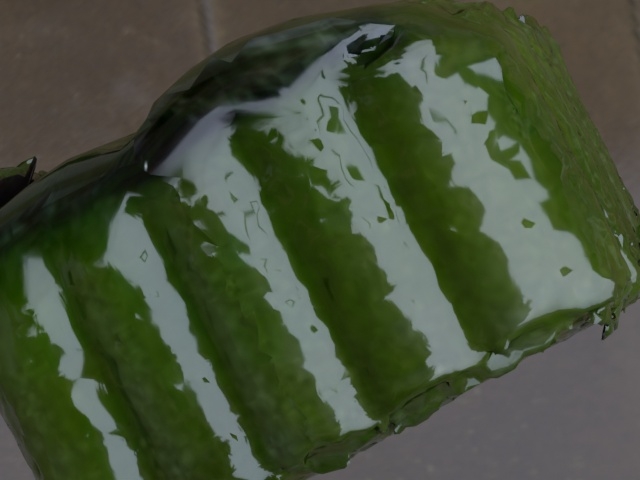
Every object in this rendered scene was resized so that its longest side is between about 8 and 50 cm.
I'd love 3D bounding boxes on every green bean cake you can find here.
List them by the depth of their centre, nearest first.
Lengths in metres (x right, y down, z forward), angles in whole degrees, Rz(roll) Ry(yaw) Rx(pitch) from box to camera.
[{"bbox_3d":[0.000,0.000,0.905,0.319,0.335,0.218,-27,88,10],"label":"green bean cake"}]
